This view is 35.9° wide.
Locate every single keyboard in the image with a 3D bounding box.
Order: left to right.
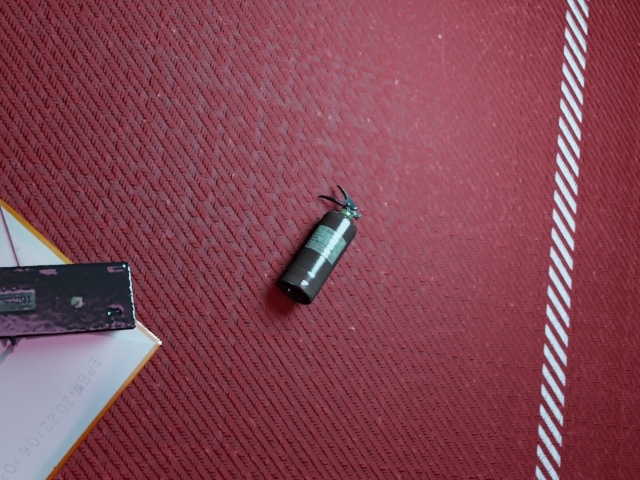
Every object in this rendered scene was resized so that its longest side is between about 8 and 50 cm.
[{"bbox_3d":[-0.397,0.084,1.282,0.317,0.027,0.106,-1,78,-29],"label":"keyboard"}]

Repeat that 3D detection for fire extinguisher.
[{"bbox_3d":[0.000,0.000,1.790,0.099,0.071,0.231,29,67,6],"label":"fire extinguisher"}]

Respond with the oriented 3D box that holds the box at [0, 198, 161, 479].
[{"bbox_3d":[-0.478,0.179,1.382,0.318,0.257,0.348,44,64,-17],"label":"box"}]
